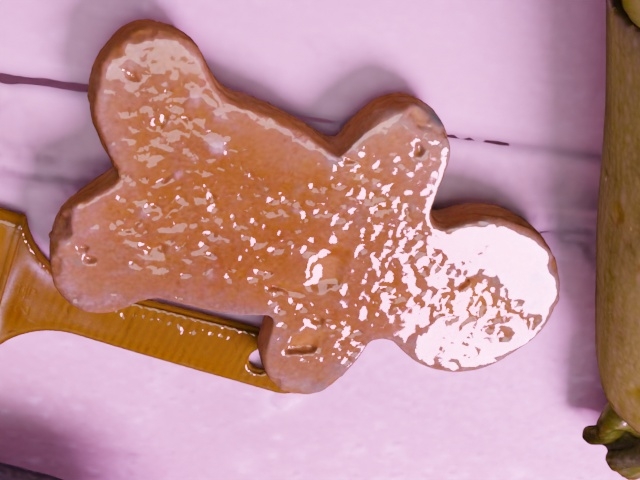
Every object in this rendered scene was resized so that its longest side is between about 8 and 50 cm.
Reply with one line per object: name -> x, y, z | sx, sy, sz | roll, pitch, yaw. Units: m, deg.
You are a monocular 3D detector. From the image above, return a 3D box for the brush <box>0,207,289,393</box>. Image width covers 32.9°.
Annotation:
brush -> -0.101, 0.035, 0.512 | 0.218, 0.010, 0.082 | 16, 117, -17

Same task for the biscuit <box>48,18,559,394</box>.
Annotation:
biscuit -> 0.000, 0.000, 0.489 | 0.235, 0.030, 0.153 | 15, 116, -16

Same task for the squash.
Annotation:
squash -> 0.186, 0.018, 0.482 | 0.137, 0.137, 0.287 | -9, 128, -2

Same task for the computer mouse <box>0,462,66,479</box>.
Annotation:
computer mouse -> -0.235, 0.194, 0.532 | 0.374, 0.114, 0.203 | -2, 119, -14
